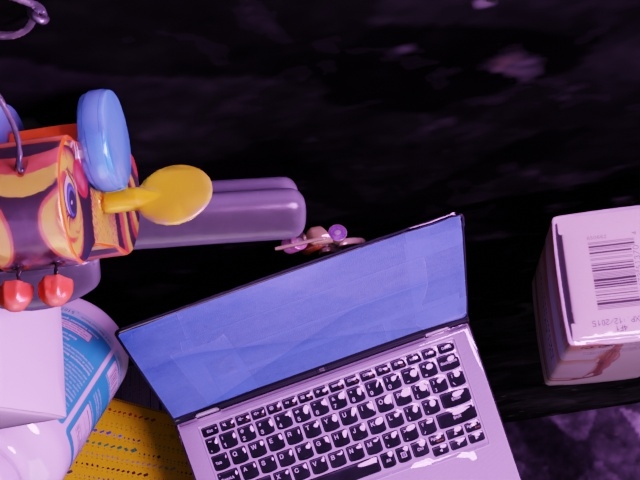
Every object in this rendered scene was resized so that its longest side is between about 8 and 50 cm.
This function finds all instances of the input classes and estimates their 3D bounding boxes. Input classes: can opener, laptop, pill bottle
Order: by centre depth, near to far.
[{"bbox_3d":[-0.153,-0.006,0.966,0.280,0.093,0.074,-8,-158,-9],"label":"can opener"},{"bbox_3d":[-0.316,0.182,1.214,0.146,0.146,0.264,-13,-156,20],"label":"pill bottle"},{"bbox_3d":[0.026,0.216,1.282,0.382,0.408,0.236,-19,-176,-2],"label":"laptop"}]

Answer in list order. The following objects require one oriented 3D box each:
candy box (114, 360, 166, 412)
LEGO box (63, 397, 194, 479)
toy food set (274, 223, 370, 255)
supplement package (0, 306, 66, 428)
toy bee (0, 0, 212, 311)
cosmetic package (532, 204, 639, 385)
[{"bbox_3d":[-0.281,0.278,1.820,0.317,0.122,0.268,-13,159,23],"label":"candy box"},{"bbox_3d":[-0.419,0.331,1.511,0.372,0.193,0.500,-17,154,28],"label":"LEGO box"},{"bbox_3d":[0.000,0.000,1.179,0.078,0.019,0.122,-13,171,20],"label":"toy food set"},{"bbox_3d":[-0.408,0.096,1.047,0.293,0.178,0.175,-12,163,18],"label":"supplement package"},{"bbox_3d":[-0.193,-0.024,0.763,0.195,0.162,0.298,-12,163,25],"label":"toy bee"},{"bbox_3d":[0.329,0.074,1.334,0.129,0.153,0.296,-7,162,5],"label":"cosmetic package"}]
